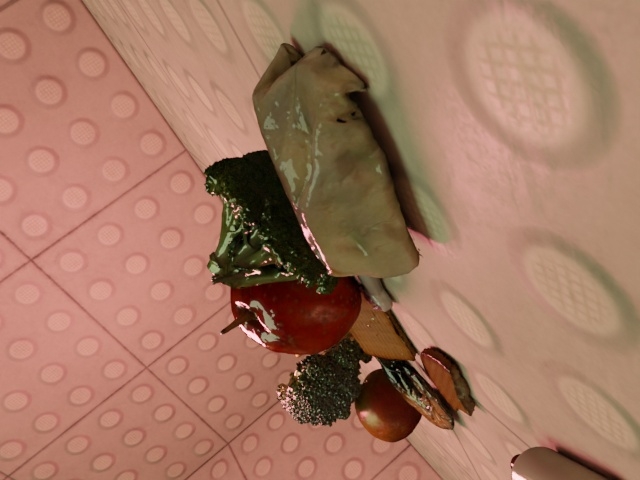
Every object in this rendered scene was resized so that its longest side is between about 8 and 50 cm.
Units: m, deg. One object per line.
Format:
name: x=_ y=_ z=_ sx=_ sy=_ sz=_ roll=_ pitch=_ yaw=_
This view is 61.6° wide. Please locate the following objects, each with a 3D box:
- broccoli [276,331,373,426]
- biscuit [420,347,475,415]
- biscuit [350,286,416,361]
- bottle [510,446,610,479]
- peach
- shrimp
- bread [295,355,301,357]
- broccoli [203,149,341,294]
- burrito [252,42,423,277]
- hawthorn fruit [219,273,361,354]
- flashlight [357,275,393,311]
broccoli: x=0.016 y=0.447 z=1.785 sx=0.397 sy=0.353 sz=0.275 roll=-125 pitch=10 yaw=-84
biscuit: x=0.288 y=0.312 z=1.193 sx=0.176 sy=0.031 sz=0.229 roll=49 pitch=168 yaw=14
biscuit: x=0.131 y=0.213 z=1.375 sx=0.172 sy=0.029 sz=0.255 roll=-5 pitch=127 yaw=44
bottle: x=0.386 y=0.401 z=0.862 sx=0.104 sy=0.104 sz=0.245 roll=52 pitch=170 yaw=-3
peach: x=0.219 y=0.532 z=1.735 sx=0.231 sy=0.231 sz=0.231 roll=50 pitch=170 yaw=12
shrimp: x=0.254 y=0.391 z=1.529 sx=0.365 sy=0.071 sz=0.233 roll=52 pitch=165 yaw=4
bread: x=-0.038 y=0.227 z=1.753 sx=0.239 sy=0.246 sz=0.111 roll=58 pitch=-153 yaw=-1
broccoli: x=-0.098 y=-0.023 z=1.031 sx=0.321 sy=0.283 sz=0.303 roll=52 pitch=-165 yaw=22
burrito: x=0.011 y=-0.095 z=0.741 sx=0.190 sy=0.135 sz=0.332 roll=50 pitch=169 yaw=52
hawthorn fruit: x=-0.083 y=0.138 z=1.214 sx=0.287 sy=0.330 sz=0.287 roll=31 pitch=131 yaw=42
flashlight: x=0.105 y=0.088 z=1.174 sx=0.093 sy=0.047 sz=0.200 roll=46 pitch=169 yaw=42
